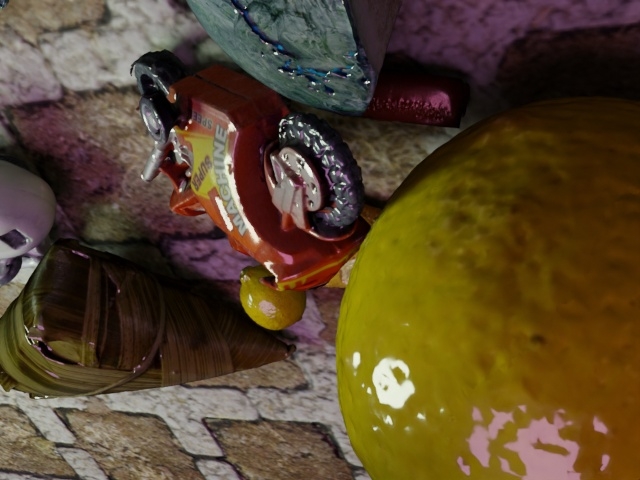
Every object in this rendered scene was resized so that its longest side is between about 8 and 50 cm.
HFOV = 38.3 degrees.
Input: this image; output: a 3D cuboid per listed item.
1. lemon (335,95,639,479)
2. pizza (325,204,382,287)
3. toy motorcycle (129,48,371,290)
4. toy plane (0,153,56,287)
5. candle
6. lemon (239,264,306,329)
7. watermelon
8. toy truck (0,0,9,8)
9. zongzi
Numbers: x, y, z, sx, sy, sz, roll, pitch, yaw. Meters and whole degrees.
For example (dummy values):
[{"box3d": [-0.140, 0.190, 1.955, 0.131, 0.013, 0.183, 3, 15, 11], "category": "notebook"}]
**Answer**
[{"box3d": [0.166, 0.065, 0.628, 0.336, 0.336, 0.336, 13, 138, 12], "category": "lemon"}, {"box3d": [0.000, 0.000, 0.857, 0.160, 0.035, 0.099, -1, 133, 26], "category": "pizza"}, {"box3d": [-0.058, -0.051, 0.704, 0.298, 0.089, 0.171, 31, 149, 48], "category": "toy motorcycle"}, {"box3d": [-0.380, -0.030, 0.929, 0.252, 0.118, 0.252, 5, 155, 2], "category": "toy plane"}, {"box3d": [0.032, -0.111, 0.717, 0.162, 0.048, 0.053, 9, 156, 14], "category": "candle"}, {"box3d": [-0.049, 0.055, 0.917, 0.083, 0.062, 0.062, 41, 136, -20], "category": "lemon"}, {"box3d": [-0.043, -0.200, 0.552, 0.175, 0.188, 0.321, 2, 133, 20], "category": "watermelon"}, {"box3d": [-0.279, -0.221, 0.729, 0.077, 0.076, 0.111, 17, 144, -24], "category": "toy truck"}, {"box3d": [-0.207, 0.118, 1.032, 0.288, 0.134, 0.286, 15, 156, -26], "category": "zongzi"}]
